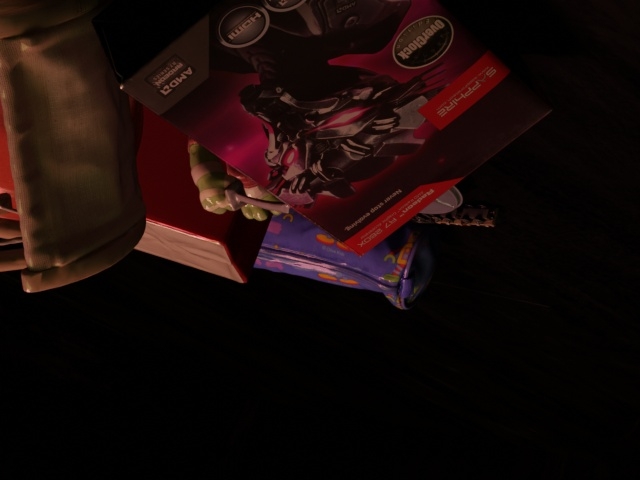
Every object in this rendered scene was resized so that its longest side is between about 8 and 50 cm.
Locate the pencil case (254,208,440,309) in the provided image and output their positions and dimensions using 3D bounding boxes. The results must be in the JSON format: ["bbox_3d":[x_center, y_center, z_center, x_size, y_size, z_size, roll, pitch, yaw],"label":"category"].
[{"bbox_3d":[0.000,0.000,2.377,0.306,0.133,0.119,15,133,16],"label":"pencil case"}]

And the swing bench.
[{"bbox_3d":[-0.296,-0.098,1.593,0.254,0.253,0.165,0,-154,11],"label":"swing bench"}]

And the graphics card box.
[{"bbox_3d":[0.012,-0.146,1.546,0.371,0.233,0.094,36,-158,-48],"label":"graphics card box"}]

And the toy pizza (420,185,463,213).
[{"bbox_3d":[0.073,-0.084,2.137,0.201,0.032,0.201,18,166,5],"label":"toy pizza"}]

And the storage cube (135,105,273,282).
[{"bbox_3d":[-0.148,-0.084,2.104,0.215,0.193,0.184,18,167,10],"label":"storage cube"}]

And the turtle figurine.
[{"bbox_3d":[-0.035,-0.097,1.856,0.274,0.198,0.266,13,166,15],"label":"turtle figurine"}]

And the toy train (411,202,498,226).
[{"bbox_3d":[0.163,-0.030,2.236,0.036,0.027,0.158,25,167,-37],"label":"toy train"}]

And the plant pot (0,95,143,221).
[{"bbox_3d":[-0.286,-0.177,1.823,0.272,0.272,0.265,22,160,-10],"label":"plant pot"}]
